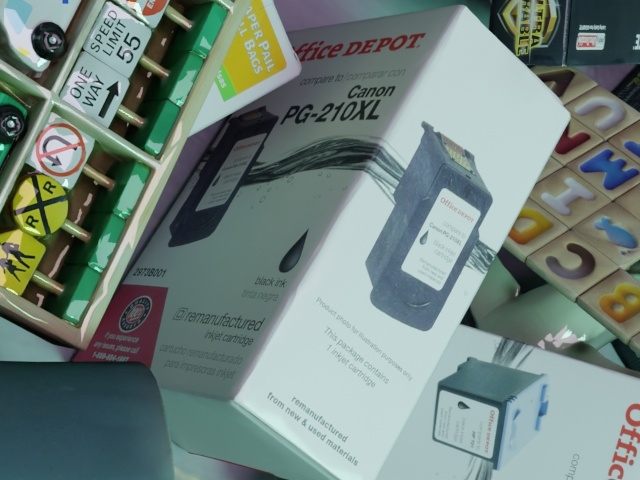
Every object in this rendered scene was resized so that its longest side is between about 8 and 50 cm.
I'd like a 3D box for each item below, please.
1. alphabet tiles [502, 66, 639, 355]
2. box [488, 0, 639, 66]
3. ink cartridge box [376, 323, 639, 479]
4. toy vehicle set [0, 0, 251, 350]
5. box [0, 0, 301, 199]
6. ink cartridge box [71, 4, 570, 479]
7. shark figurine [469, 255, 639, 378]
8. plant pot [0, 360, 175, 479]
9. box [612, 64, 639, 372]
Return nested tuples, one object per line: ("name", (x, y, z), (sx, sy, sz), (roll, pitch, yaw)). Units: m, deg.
("alphabet tiles", (0.191, -0.030, 0.928), (0.198, 0.237, 0.009), (-30, 146, -31))
("box", (0.169, -0.194, 0.926), (0.220, 0.051, 0.175), (-12, 108, -61))
("ink cartridge box", (0.091, 0.126, 0.867), (0.082, 0.191, 0.139), (58, 49, -73))
("toy vehicle set", (-0.120, -0.107, 0.671), (0.166, 0.035, 0.266), (32, 73, -31))
("box", (-0.129, -0.089, 0.752), (0.203, 0.103, 0.114), (-32, 109, -30))
("ink cartridge box", (0.000, 0.000, 0.805), (0.100, 0.172, 0.237), (41, 69, -29))
("shark figurine", (0.195, 0.060, 0.974), (0.116, 0.278, 0.166), (58, 19, -64))
("plant pot", (-0.205, 0.181, 0.610), (0.235, 0.293, 0.293), (8, 87, -16))
("box", (0.267, -0.036, 1.063), (0.232, 0.059, 0.183), (-46, 116, -25))
